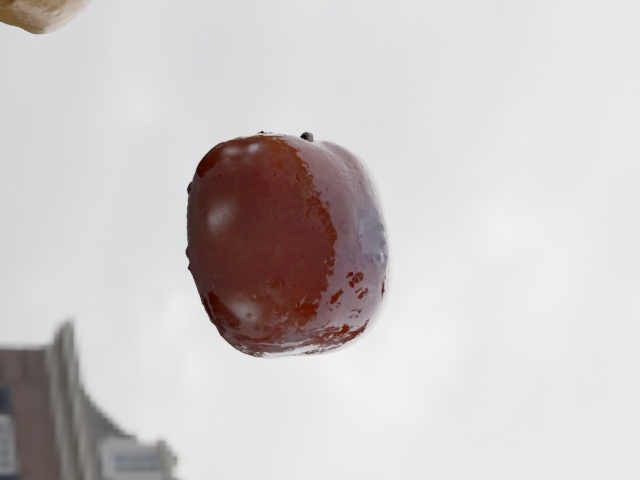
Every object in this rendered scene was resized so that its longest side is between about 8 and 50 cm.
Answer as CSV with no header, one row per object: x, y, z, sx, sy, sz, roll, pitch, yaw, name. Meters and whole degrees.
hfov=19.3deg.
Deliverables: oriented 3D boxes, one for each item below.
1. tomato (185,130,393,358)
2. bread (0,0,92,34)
0.000,0.000,1.119,0.091,0.159,0.139,-5,-100,31,tomato
-0.159,-0.257,1.204,0.121,0.245,0.174,40,-4,21,bread
